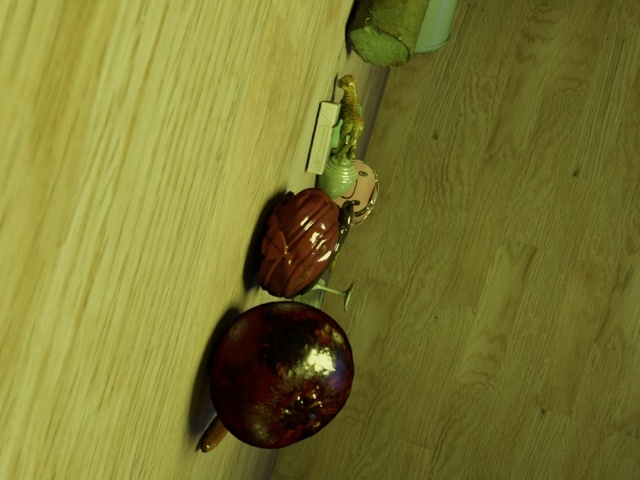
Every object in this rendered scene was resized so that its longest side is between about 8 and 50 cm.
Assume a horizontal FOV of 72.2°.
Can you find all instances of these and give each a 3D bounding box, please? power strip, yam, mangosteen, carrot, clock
[{"bbox_3d":[-0.055,0.255,1.496,0.062,0.091,0.385,-63,168,-47],"label":"power strip"},{"bbox_3d":[0.173,-0.565,1.032,0.168,0.168,0.304,85,23,-74],"label":"yam"},{"bbox_3d":[-0.073,0.200,0.729,0.261,0.235,0.236,40,-61,59],"label":"mangosteen"},{"bbox_3d":[-0.178,0.344,0.867,0.248,0.043,0.043,-32,138,-78],"label":"carrot"},{"bbox_3d":[0.066,-0.281,1.280,0.211,0.066,0.159,94,14,-66],"label":"clock"}]

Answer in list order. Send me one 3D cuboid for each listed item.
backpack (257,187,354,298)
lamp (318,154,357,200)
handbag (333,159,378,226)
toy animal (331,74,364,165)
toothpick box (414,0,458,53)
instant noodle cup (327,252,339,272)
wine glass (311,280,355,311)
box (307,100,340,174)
[{"bbox_3d":[-0.041,0.005,0.782,0.229,0.139,0.229,-57,-178,3],"label":"backpack"},{"bbox_3d":[0.031,-0.147,1.211,0.106,0.106,0.193,-65,-179,-53],"label":"lamp"},{"bbox_3d":[0.103,-0.155,1.469,0.116,0.179,0.205,50,55,-75],"label":"handbag"},{"bbox_3d":[0.064,-0.279,1.028,0.136,0.073,0.181,112,-18,-52],"label":"toy animal"},{"bbox_3d":[0.275,-0.724,1.201,0.355,0.263,0.263,95,13,-52],"label":"toothpick box"},{"bbox_3d":[0.000,0.000,1.176,0.151,0.122,0.151,17,90,-82],"label":"instant noodle cup"},{"bbox_3d":[0.002,0.137,1.269,0.122,0.182,0.122,18,90,-83],"label":"wine glass"},{"bbox_3d":[0.008,-0.234,0.994,0.084,0.040,0.154,-60,165,-68],"label":"box"}]
